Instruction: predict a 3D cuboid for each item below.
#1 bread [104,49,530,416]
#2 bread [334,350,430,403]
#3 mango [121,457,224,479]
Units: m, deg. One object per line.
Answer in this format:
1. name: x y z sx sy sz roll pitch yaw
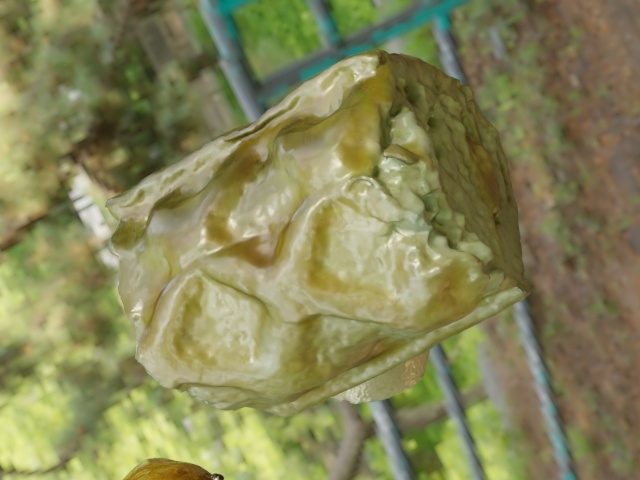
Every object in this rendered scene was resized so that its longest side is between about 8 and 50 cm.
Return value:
1. bread: -0.003 0.000 1.204 0.196 0.252 0.238 44 -156 -36
2. bread: 0.035 0.070 1.795 0.148 0.134 0.141 15 134 21
3. mango: -0.128 0.316 1.575 0.166 0.236 0.136 15 -174 21
